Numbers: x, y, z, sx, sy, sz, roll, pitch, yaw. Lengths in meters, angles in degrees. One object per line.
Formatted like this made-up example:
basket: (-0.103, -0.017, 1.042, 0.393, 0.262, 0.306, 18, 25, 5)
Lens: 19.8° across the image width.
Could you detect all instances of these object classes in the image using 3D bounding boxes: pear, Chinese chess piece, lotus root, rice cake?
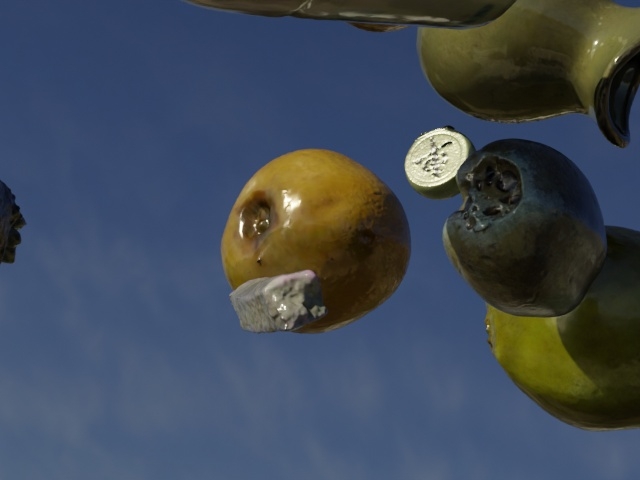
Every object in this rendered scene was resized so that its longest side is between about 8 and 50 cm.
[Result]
pear: (0.362, 0.105, 2.262, 0.321, 0.269, 0.269, 4, -23, 5)
Chinese chess piece: (0.135, -0.085, 2.041, 0.084, 0.084, 0.034, 5, -27, 33)
lotus root: (0.220, 0.003, 1.828, 0.140, 0.158, 0.322, 4, -14, 22)
rice cake: (-0.055, 0.073, 2.209, 0.070, 0.064, 0.399, -22, 1, -10)

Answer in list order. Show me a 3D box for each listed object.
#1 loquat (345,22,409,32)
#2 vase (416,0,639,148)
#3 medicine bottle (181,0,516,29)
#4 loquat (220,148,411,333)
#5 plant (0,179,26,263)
loquat: (0.076, -0.331, 2.013, 0.208, 0.208, 0.208, 16, -21, 7)
vase: (0.309, -0.259, 2.344, 0.302, 0.240, 0.329, 21, 22, 23)
medicine bottle: (-0.031, -0.304, 1.527, 0.406, 0.235, 0.236, -1, -10, -31)
loquat: (0.000, 0.000, 2.648, 0.275, 0.274, 0.275, 16, -21, 7)
plant: (-0.475, -0.027, 2.455, 0.129, 0.132, 0.194, 17, -19, 10)
